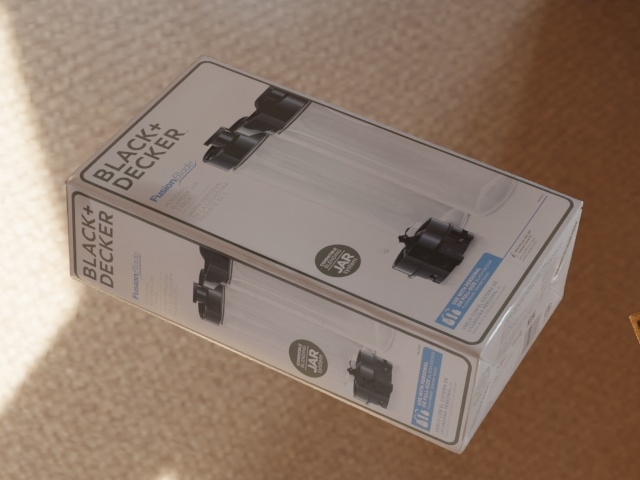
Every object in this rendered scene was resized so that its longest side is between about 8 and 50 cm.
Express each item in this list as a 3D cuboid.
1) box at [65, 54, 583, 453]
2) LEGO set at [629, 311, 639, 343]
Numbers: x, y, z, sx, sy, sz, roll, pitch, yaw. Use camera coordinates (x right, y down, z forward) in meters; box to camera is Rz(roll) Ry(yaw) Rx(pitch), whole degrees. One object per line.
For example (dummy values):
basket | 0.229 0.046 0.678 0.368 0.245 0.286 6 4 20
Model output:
box | 0.000 0.000 1.021 0.169 0.290 0.087 -48 153 -41
LEGO set | 0.250 0.018 0.528 0.107 0.287 0.132 14 86 -77
